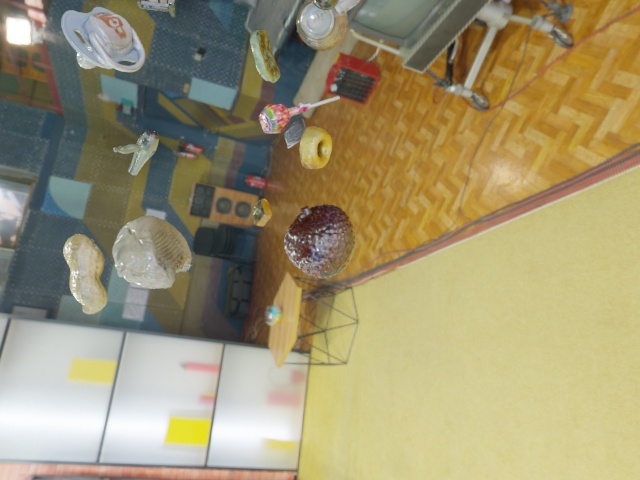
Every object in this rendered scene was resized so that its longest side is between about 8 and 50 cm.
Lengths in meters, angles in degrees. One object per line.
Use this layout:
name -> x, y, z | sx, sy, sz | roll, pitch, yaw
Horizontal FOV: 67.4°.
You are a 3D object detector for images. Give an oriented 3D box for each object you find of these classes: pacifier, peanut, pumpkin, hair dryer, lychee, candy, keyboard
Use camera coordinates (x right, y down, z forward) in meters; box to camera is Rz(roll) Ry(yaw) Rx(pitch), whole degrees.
pacifier -> -0.702, -0.610, 1.529 | 0.207, 0.227, 0.279 | -23, 18, 31
peanut -> -0.754, 0.108, 1.550 | 0.101, 0.117, 0.263 | 169, 94, -65
pumpkin -> -0.216, -0.104, 1.748 | 0.074, 0.054, 0.083 | -49, 43, 38
hair dryer -> -0.789, -0.350, 2.027 | 0.225, 0.088, 0.219 | -44, -8, -45
lychee -> 0.000, 0.000, 1.663 | 0.260, 0.260, 0.260 | -168, 90, -71
candy -> -0.080, -0.540, 1.987 | 0.124, 0.365, 0.124 | 53, 156, 36
keyboard -> -0.107, -0.444, 2.009 | 0.250, 0.017, 0.087 | 178, 80, -69

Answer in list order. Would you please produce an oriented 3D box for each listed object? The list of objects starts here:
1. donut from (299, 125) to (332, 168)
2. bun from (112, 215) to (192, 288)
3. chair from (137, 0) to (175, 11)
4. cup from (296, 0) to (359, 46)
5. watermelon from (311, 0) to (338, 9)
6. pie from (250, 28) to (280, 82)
donut -> -0.014, -0.361, 1.874 | 0.190, 0.075, 0.174 | 29, -103, -70
bun -> -0.621, 0.052, 1.726 | 0.205, 0.281, 0.281 | -27, 38, 12
chair -> -0.634, -0.959, 1.850 | 0.270, 0.147, 0.136 | -136, 48, -66
cup -> 0.036, -0.936, 2.016 | 0.301, 0.227, 0.257 | -30, 18, 14
watermelon -> 0.005, -0.820, 1.575 | 0.105, 0.133, 0.105 | -46, -23, -25
pie -> -0.243, -0.815, 2.116 | 0.240, 0.054, 0.240 | -10, -90, -73
